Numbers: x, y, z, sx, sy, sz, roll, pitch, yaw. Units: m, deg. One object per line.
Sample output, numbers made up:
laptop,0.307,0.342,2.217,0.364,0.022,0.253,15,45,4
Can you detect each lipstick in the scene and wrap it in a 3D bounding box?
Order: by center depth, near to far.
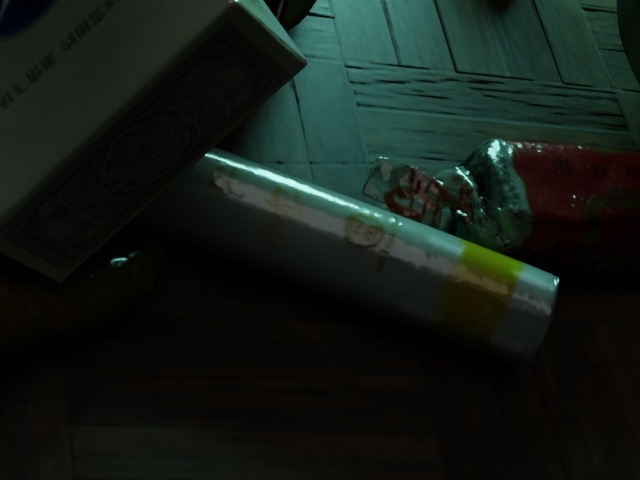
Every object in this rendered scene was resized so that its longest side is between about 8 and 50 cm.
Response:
lipstick,0.000,0.000,0.859,0.264,0.059,0.059,21,47,-5

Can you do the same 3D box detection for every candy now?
candy,0.164,-0.017,0.942,0.292,0.059,0.086,3,50,-22

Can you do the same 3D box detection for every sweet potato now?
sweet potato,-0.189,0.076,0.709,0.108,0.079,0.346,48,43,-11

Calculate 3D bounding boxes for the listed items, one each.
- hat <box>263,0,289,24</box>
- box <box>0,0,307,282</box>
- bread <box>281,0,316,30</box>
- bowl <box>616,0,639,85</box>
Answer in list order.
hat,-0.086,-0.115,0.838,0.193,0.082,0.193,-10,65,22
box,-0.139,-0.128,0.776,0.069,0.164,0.256,35,17,-55
bread,-0.084,-0.251,0.981,0.227,0.142,0.253,8,47,-15
bowl,0.328,-0.131,1.027,0.307,0.163,0.307,14,43,-14
